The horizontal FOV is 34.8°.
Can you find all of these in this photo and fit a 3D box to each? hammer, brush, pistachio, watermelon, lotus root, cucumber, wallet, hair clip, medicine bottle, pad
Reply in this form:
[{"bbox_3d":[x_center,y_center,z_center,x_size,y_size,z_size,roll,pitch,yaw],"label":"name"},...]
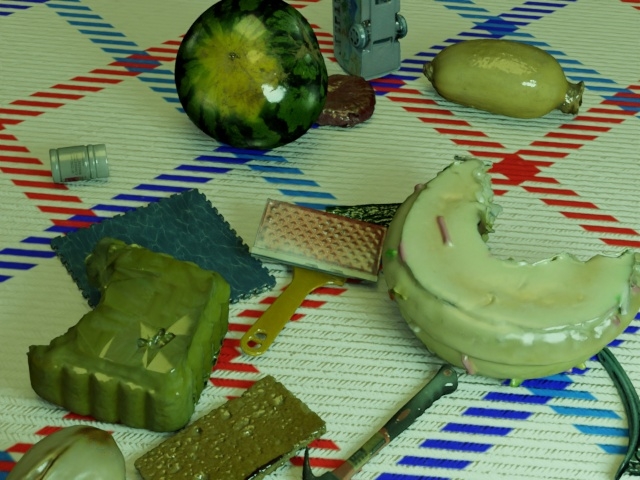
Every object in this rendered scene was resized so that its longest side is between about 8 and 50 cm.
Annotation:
[{"bbox_3d":[0.088,0.254,1.338,0.111,0.033,0.288,35,51,28],"label":"hammer"},{"bbox_3d":[-0.040,0.081,1.517,0.103,0.013,0.272,25,45,15],"label":"brush"},{"bbox_3d":[-0.310,0.308,1.173,0.144,0.144,0.215,22,53,18],"label":"pistachio"},{"bbox_3d":[-0.116,-0.280,1.735,0.269,0.269,0.269,2,43,-2],"label":"watermelon"},{"bbox_3d":[0.337,-0.302,1.878,0.303,0.131,0.146,12,45,8],"label":"lotus root"},{"bbox_3d":[0.101,-0.035,1.628,0.187,0.058,0.058,-3,43,-4],"label":"cucumber"},{"bbox_3d":[0.000,0.000,1.566,0.196,0.020,0.103,13,64,1],"label":"wallet"},{"bbox_3d":[0.416,0.234,1.388,0.070,0.039,0.229,5,38,0],"label":"hair clip"},{"bbox_3d":[-0.399,-0.128,1.689,0.091,0.058,0.058,-8,44,-12],"label":"medicine bottle"},{"bbox_3d":[-0.243,0.033,1.564,0.269,0.012,0.269,-24,50,-26],"label":"pad"}]

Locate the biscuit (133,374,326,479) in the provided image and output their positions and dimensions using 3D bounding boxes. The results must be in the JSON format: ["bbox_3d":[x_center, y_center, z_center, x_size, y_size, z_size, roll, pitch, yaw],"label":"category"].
[{"bbox_3d":[-0.113,0.265,1.309,0.231,0.025,0.131,-29,46,-29],"label":"biscuit"}]

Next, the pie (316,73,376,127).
[{"bbox_3d":[0.029,-0.259,1.877,0.154,0.038,0.153,1,43,0],"label":"pie"}]

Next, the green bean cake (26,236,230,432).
[{"bbox_3d":[-0.254,0.121,1.376,0.233,0.124,0.236,15,49,5],"label":"green bean cake"}]

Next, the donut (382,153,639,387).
[{"bbox_3d":[0.254,0.057,1.455,0.371,0.150,0.307,35,58,27],"label":"donut"}]

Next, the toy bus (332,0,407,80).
[{"bbox_3d":[0.084,-0.472,1.898,0.109,0.329,0.136,-20,38,-24],"label":"toy bus"}]
